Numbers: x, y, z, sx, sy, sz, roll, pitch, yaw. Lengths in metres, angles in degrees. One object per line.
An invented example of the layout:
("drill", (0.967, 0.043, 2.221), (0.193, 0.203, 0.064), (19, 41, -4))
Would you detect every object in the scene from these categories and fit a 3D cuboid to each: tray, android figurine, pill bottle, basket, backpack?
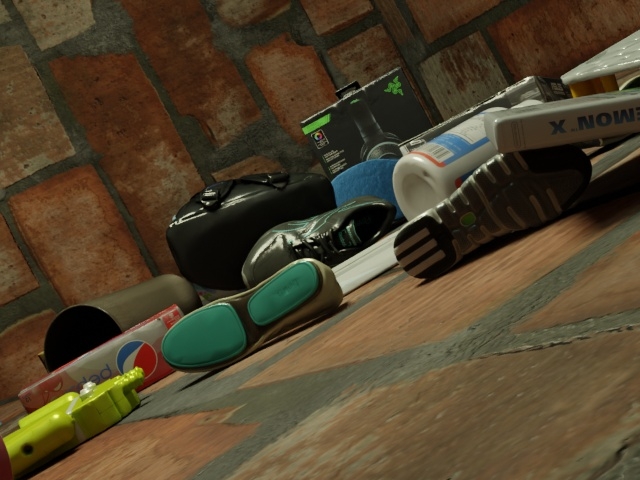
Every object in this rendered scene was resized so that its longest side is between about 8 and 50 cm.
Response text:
("tray", (0.042, 0.044, 1.541), (0.270, 0.030, 0.145), (-30, 4, -17))
("android figurine", (-0.348, 0.247, 1.488), (0.273, 0.056, 0.248), (-31, 3, -5))
("pill bottle", (0.213, -0.098, 1.483), (0.221, 0.124, 0.124), (-29, 3, -27))
("basket", (-0.310, 0.149, 1.877), (0.204, 0.154, 0.227), (-36, -6, 36))
("backpack", (-0.128, -0.007, 1.987), (0.290, 0.273, 0.355), (-20, 18, -11))

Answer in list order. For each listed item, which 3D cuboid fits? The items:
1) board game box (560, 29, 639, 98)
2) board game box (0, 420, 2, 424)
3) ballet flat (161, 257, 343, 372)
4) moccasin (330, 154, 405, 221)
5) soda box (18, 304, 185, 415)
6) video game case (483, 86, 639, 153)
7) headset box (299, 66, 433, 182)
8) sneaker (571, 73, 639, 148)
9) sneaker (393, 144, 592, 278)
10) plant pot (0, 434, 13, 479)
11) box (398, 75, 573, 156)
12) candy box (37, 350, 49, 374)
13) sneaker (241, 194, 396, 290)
("board game box", (0.569, -0.284, 1.455), (0.390, 0.050, 0.390), (-31, 15, -36))
("board game box", (-0.535, 0.308, 1.390), (0.233, 0.078, 0.347), (-42, 5, -1))
("ballet flat", (-0.080, 0.101, 1.414), (0.248, 0.086, 0.086), (-26, 4, 20))
("moccasin", (0.135, -0.084, 2.098), (0.342, 0.137, 0.117), (-14, -10, -35))
("soda box", (-0.306, 0.193, 1.678), (0.263, 0.083, 0.092), (-28, 4, -9))
("video game case", (0.319, -0.134, 1.148), (0.300, 0.036, 0.329), (-9, 6, 8))
("headset box", (0.122, -0.202, 2.407), (0.246, 0.283, 0.131), (-27, 3, 7))
("sneaker", (0.417, -0.172, 1.529), (0.192, 0.064, 0.086), (-27, 15, -16))
("sneaker", (0.189, -0.044, 1.229), (0.229, 0.086, 0.132), (-28, 1, 22))
("plant pot", (-0.399, 0.236, 1.064), (0.201, 0.201, 0.180), (-26, -12, 38))
("box", (0.299, -0.174, 1.839), (0.242, 0.076, 0.307), (-27, -8, 28))
("candy box", (-0.386, 0.201, 2.002), (0.187, 0.109, 0.053), (-30, 4, -28))
("sneaker", (0.000, 0.000, 1.770), (0.267, 0.101, 0.106), (-29, 6, -13))
